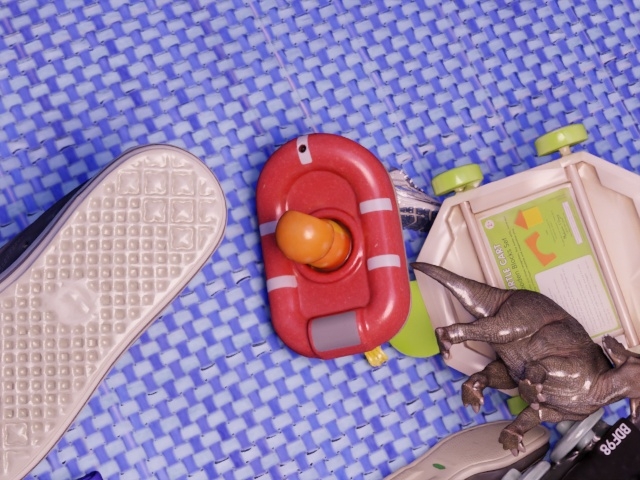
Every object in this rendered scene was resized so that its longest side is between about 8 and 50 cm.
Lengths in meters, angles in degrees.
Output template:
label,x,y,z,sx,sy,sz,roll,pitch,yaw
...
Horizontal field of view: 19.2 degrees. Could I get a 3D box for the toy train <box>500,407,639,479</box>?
label,x,y,z,sx,sy,sz,roll,pitch,yaw
toy train,0.221,0.304,1.906,0.142,0.190,0.334,43,63,9

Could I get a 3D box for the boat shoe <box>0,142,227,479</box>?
label,x,y,z,sx,sy,sz,roll,pitch,yaw
boat shoe,-0.293,0.103,1.824,0.500,0.156,0.187,-44,96,-9

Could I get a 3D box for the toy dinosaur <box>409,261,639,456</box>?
label,x,y,z,sx,sy,sz,roll,pitch,yaw
toy dinosaur,0.215,0.114,1.883,0.160,0.121,0.313,-25,40,-35

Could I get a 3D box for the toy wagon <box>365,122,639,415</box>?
label,x,y,z,sx,sy,sz,roll,pitch,yaw
toy wagon,0.202,0.044,1.984,0.344,0.068,0.267,-20,84,13

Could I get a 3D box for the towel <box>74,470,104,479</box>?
label,x,y,z,sx,sy,sz,roll,pitch,yaw
towel,-0.247,0.391,1.774,0.227,0.076,0.308,-22,86,-22

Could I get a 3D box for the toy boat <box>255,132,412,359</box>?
label,x,y,z,sx,sy,sz,roll,pitch,yaw
toy boat,0.000,0.000,1.931,0.151,0.151,0.231,-13,74,17

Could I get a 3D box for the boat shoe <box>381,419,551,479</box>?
label,x,y,z,sx,sy,sz,roll,pitch,yaw
boat shoe,0.146,0.255,1.971,0.233,0.084,0.079,-26,121,-30

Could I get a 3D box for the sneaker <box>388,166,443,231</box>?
label,x,y,z,sx,sy,sz,roll,pitch,yaw
sneaker,0.088,-0.052,2.051,0.135,0.052,0.058,15,62,-15
